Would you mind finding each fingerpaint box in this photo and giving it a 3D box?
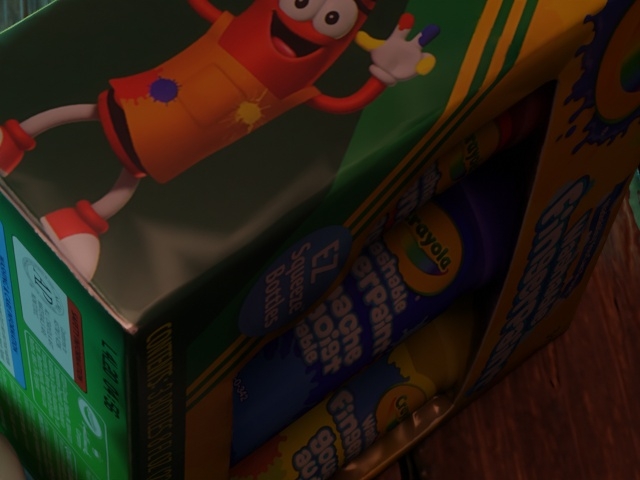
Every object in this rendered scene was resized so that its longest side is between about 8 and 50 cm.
[{"bbox_3d":[0.000,0.000,0.988,0.371,0.445,0.163,-35,69,-23],"label":"fingerpaint box"}]

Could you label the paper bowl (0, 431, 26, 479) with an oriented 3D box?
[{"bbox_3d":[-0.255,0.181,0.964,0.148,0.284,0.284,20,54,-29],"label":"paper bowl"}]
